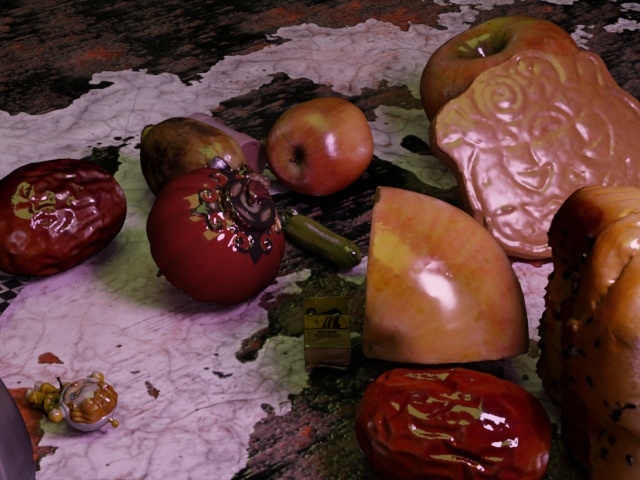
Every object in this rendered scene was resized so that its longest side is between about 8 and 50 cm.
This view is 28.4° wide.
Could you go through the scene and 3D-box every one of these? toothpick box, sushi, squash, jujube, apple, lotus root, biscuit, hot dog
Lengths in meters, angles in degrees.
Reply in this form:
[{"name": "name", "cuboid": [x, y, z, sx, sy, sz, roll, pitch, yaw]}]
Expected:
[{"name": "toothpick box", "cuboid": [-0.181, -0.162, 2.286, 0.098, 0.098, 0.149, -28, 43, -36]}, {"name": "sushi", "cuboid": [-0.527, 0.090, 1.963, 0.120, 0.026, 0.126, 7, 26, 6]}, {"name": "squash", "cuboid": [0.000, 0.000, 2.095, 0.052, 0.052, 0.183, -28, 42, -36]}, {"name": "jujube", "cuboid": [0.172, 0.247, 1.626, 0.250, 0.174, 0.174, 16, 36, 13]}, {"name": "jujube", "cuboid": [-0.433, -0.039, 2.027, 0.243, 0.183, 0.183, -27, 43, -34]}, {"name": "apple", "cuboid": [0.004, -0.172, 2.250, 0.199, 0.199, 0.199, 1, 34, -1]}, {"name": "lotus root", "cuboid": [-0.220, -0.120, 2.160, 0.141, 0.169, 0.314, -23, 36, -36]}, {"name": "biscuit", "cuboid": [0.397, -0.151, 2.134, 0.385, 0.062, 0.365, -28, 81, -19]}, {"name": "apple", "cuboid": [0.345, -0.269, 2.346, 0.309, 0.250, 0.277, -20, 34, 1]}, {"name": "hot dog", "cuboid": [0.385, 0.118, 1.619, 0.196, 0.365, 0.367, -4, 33, -4]}, {"name": "apple", "cuboid": [0.150, 0.073, 1.778, 0.252, 0.309, 0.314, -42, 88, -3]}]

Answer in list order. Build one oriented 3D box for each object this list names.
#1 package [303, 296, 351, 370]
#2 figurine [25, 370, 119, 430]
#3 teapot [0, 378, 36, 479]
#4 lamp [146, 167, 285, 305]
[{"name": "package", "cuboid": [0.009, 0.139, 1.889, 0.071, 0.047, 0.131, -3, 32, -2]}, {"name": "figurine", "cuboid": [-0.344, 0.224, 1.740, 0.143, 0.068, 0.101, -6, 28, 11]}, {"name": "teapot", "cuboid": [-0.525, 0.235, 1.555, 0.322, 0.239, 0.239, -7, 33, -11]}, {"name": "lamp", "cuboid": [-0.157, -0.010, 1.957, 0.227, 0.227, 0.227, 1, 34, -1]}]
